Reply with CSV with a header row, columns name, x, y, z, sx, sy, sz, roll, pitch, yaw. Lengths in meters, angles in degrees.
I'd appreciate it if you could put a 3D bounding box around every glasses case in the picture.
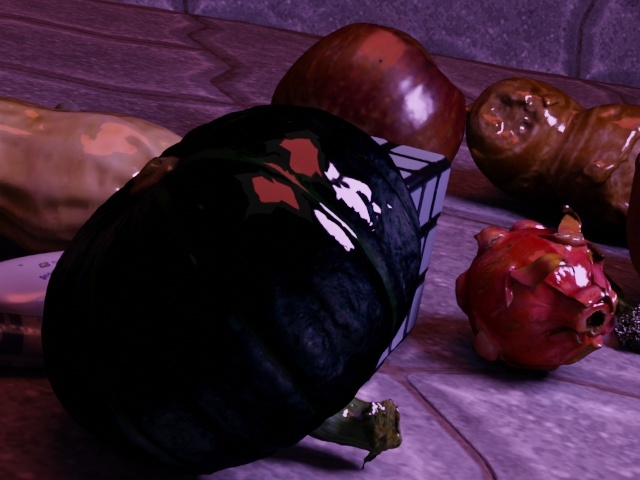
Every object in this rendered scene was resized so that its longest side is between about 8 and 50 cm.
name,x,y,z,sx,sy,sz,roll,pitch,yaw
glasses case,-0.180,0.037,0.940,0.076,0.049,0.197,24,21,39

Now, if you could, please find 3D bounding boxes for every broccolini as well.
name,x,y,z,sx,sy,sz,roll,pitch,yaw
broccolini,0.292,0.063,1.207,0.044,0.042,0.218,37,9,-9

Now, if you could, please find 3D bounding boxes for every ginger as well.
name,x,y,z,sx,sy,sz,roll,pitch,yaw
ginger,0.358,-0.086,1.552,0.357,0.152,0.274,21,-8,20

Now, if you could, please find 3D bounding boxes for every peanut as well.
name,x,y,z,sx,sy,sz,roll,pitch,yaw
peanut,-0.251,-0.053,1.046,0.305,0.147,0.147,10,16,-6

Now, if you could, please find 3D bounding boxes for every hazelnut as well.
name,x,y,z,sx,sy,sz,roll,pitch,yaw
hazelnut,0.055,-0.156,1.478,0.234,0.218,0.218,21,19,31

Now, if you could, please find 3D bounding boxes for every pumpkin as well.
name,x,y,z,sx,sy,sz,roll,pitch,yaw
pumpkin,-0.037,0.051,0.756,0.248,0.248,0.248,10,16,-3

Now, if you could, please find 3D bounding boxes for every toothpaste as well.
name,x,y,z,sx,sy,sz,roll,pitch,yaw
toothpaste,-0.182,0.072,0.853,0.216,0.037,0.062,8,17,-29

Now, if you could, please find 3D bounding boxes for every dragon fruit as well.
name,x,y,z,sx,sy,sz,roll,pitch,yaw
dragon fruit,0.178,0.049,1.012,0.133,0.136,0.166,-29,18,-11

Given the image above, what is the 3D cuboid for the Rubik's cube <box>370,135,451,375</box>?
name,x,y,z,sx,sy,sz,roll,pitch,yaw
Rubik's cube,0.000,0.000,0.987,0.162,0.161,0.163,15,16,14

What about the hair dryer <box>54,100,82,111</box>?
name,x,y,z,sx,sy,sz,roll,pitch,yaw
hair dryer,-0.350,-0.147,1.487,0.124,0.038,0.063,-1,17,-15

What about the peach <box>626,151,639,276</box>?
name,x,y,z,sx,sy,sz,roll,pitch,yaw
peach,0.423,-0.037,1.206,0.252,0.252,0.252,10,16,-3
